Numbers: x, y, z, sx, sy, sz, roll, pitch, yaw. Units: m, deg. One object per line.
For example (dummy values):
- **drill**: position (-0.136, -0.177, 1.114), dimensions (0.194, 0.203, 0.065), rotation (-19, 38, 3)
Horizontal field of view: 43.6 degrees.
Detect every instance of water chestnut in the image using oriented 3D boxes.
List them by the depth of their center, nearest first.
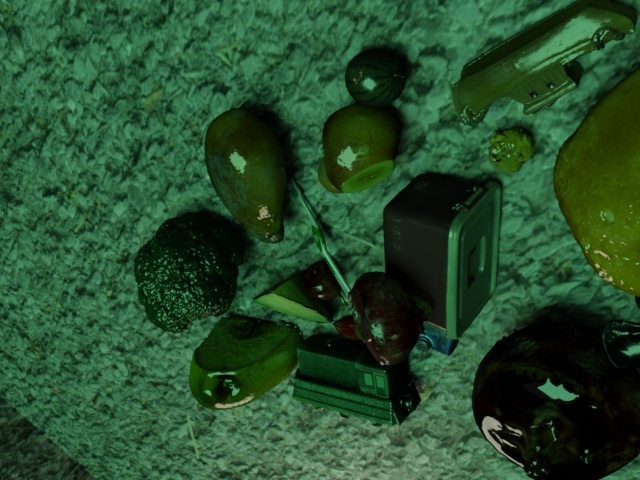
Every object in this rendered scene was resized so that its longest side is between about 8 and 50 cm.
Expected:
- **water chestnut**: position (0.449, 0.326, 1.521), dimensions (0.350, 0.302, 0.350), rotation (22, 133, 25)

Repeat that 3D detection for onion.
- **onion**: position (0.132, 0.141, 1.486), dimensions (0.147, 0.184, 0.184), rotation (-11, 121, -2)

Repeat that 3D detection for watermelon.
- **watermelon**: position (0.106, -0.290, 1.429), dimensions (0.133, 0.105, 0.105), rotation (10, 128, 49)

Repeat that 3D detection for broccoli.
- **broccoli**: position (-0.301, 0.078, 1.910), dimensions (0.298, 0.297, 0.297), rotation (18, 168, 23)

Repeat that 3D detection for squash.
- **squash**: position (-0.048, 0.129, 1.875), dimensions (0.184, 0.085, 0.192), rotation (22, 165, -16)

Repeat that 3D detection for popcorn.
- **popcorn**: position (0.329, -0.167, 1.416), dimensions (0.084, 0.084, 0.084), rotation (18, 130, 22)

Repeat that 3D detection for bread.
- **bread**: position (0.523, -0.095, 1.126), dimensions (0.394, 0.250, 0.361), rotation (-42, 61, 45)
- **bread**: position (0.036, -0.142, 1.625), dimensions (0.082, 0.056, 0.115), rotation (42, 135, 2)

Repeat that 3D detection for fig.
- **fig**: position (0.019, 0.104, 1.812), dimensions (0.089, 0.089, 0.125), rotation (-5, 144, 36)

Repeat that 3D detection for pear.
- **pear**: position (-0.187, 0.321, 1.983), dimensions (0.238, 0.255, 0.164), rotation (4, 122, 26)

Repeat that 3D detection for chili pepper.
- **chili pepper**: position (0.099, 0.207, 1.846), dimensions (0.191, 0.050, 0.059), rotation (7, 129, 45)

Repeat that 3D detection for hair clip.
- **hair clip**: position (0.610, 0.142, 1.332), dimensions (0.194, 0.206, 0.310), rotation (16, 133, 48)

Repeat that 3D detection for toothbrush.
- **toothbrush**: position (0.001, -0.001, 1.744), dimensions (0.030, 0.030, 0.304), rotation (-24, 99, 42)

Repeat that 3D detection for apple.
- **apple**: position (0.079, -0.174, 1.501), dimensions (0.147, 0.146, 0.163), rotation (-3, 88, 7)

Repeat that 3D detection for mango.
- **mango**: position (-0.148, -0.131, 1.694), dimensions (0.193, 0.146, 0.316), rotation (22, 141, 43)

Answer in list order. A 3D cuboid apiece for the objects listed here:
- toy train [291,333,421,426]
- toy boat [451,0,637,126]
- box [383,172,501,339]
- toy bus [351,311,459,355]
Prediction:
- **toy train**: position (0.078, 0.318, 1.893), dimensions (0.330, 0.138, 0.178), rotation (8, 116, 32)
- **toy boat**: position (0.356, -0.278, 1.289), dimensions (0.321, 0.089, 0.121), rotation (-25, 112, 41)
- **box**: position (0.228, 0.022, 1.529), dimensions (0.167, 0.193, 0.294), rotation (17, 131, 30)
- **toy bus**: position (0.188, 0.166, 1.735), dimensions (0.236, 0.079, 0.094), rotation (21, 130, 20)
